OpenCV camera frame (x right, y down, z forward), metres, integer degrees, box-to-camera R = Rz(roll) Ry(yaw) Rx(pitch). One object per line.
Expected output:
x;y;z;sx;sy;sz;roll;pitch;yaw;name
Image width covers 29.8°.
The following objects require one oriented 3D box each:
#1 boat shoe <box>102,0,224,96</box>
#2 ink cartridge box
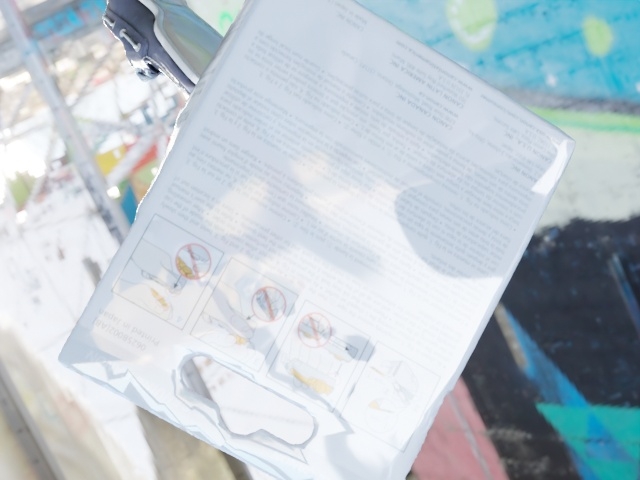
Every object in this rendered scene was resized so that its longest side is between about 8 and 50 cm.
-0.134;-0.167;1.041;0.075;0.206;0.065;7;123;-41;boat shoe
0.000;0.000;0.621;0.232;0.189;0.066;-61;-168;-7;ink cartridge box
